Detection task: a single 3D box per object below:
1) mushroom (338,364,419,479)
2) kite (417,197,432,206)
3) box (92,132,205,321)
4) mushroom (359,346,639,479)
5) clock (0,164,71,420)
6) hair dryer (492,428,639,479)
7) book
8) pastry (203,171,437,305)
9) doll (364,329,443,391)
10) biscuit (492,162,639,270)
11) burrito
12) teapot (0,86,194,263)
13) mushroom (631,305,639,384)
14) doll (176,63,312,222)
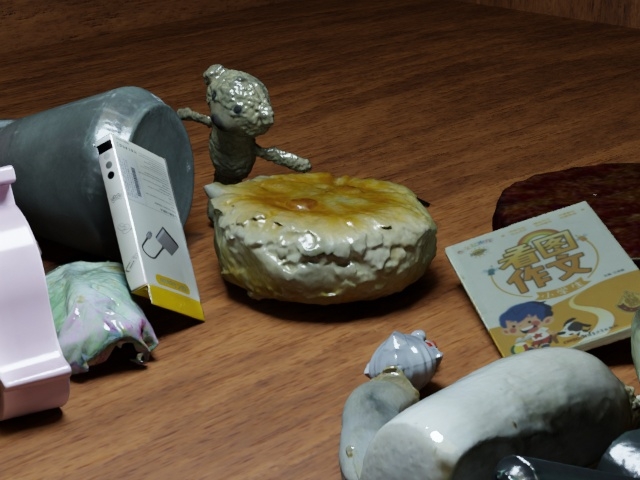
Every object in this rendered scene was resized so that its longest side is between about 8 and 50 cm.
[{"bbox_3d":[0.064,0.200,1.415,0.096,0.099,0.278,5,16,-3],"label":"mushroom"},{"bbox_3d":[0.064,-0.066,2.122,0.229,0.012,0.250,7,-9,-11],"label":"kite"},{"bbox_3d":[-0.221,-0.013,1.811,0.033,0.247,0.129,-25,-25,21],"label":"box"},{"bbox_3d":[0.195,0.187,1.318,0.126,0.177,0.397,17,26,38],"label":"mushroom"},{"bbox_3d":[-0.388,0.086,1.629,0.080,0.275,0.290,-13,-13,-27],"label":"clock"},{"bbox_3d":[0.280,0.239,1.149,0.302,0.116,0.244,16,6,-38],"label":"hair dryer"},{"bbox_3d":[0.295,0.054,1.783,0.208,0.020,0.295,-19,31,-2],"label":"book"},{"bbox_3d":[0.000,0.000,1.897,0.330,0.136,0.329,2,18,-1],"label":"pastry"},{"bbox_3d":[0.098,0.137,1.623,0.094,0.079,0.180,-13,5,9],"label":"doll"},{"bbox_3d":[0.448,-0.013,2.011,0.407,0.091,0.407,-2,22,1],"label":"biscuit"},{"bbox_3d":[-0.279,0.089,1.736,0.144,0.089,0.229,-10,20,-19],"label":"burrito"},{"bbox_3d":[-0.386,-0.079,2.017,0.344,0.253,0.300,1,37,23],"label":"teapot"},{"bbox_3d":[0.450,0.151,1.430,0.267,0.164,0.189,2,19,20],"label":"mushroom"},{"bbox_3d":[-0.137,-0.134,2.044,0.091,0.202,0.286,-39,2,-33],"label":"doll"}]
